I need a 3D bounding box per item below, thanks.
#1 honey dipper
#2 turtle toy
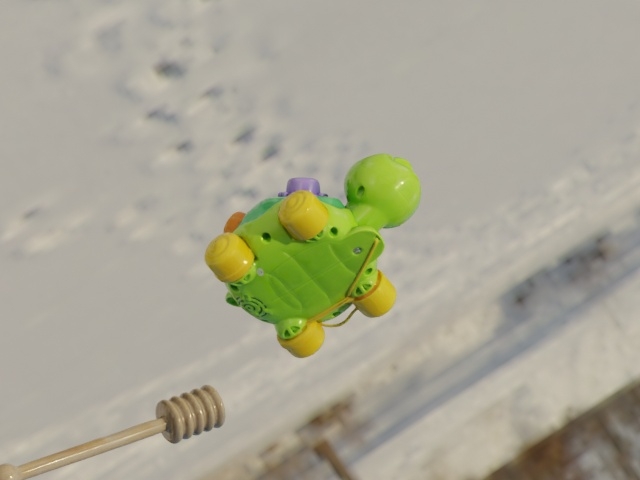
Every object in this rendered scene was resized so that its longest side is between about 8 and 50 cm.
[{"bbox_3d":[-0.135,0.129,1.262,0.160,0.030,0.030,-18,167,-30],"label":"honey dipper"},{"bbox_3d":[0.000,0.000,1.116,0.130,0.095,0.066,-30,-145,16],"label":"turtle toy"}]
